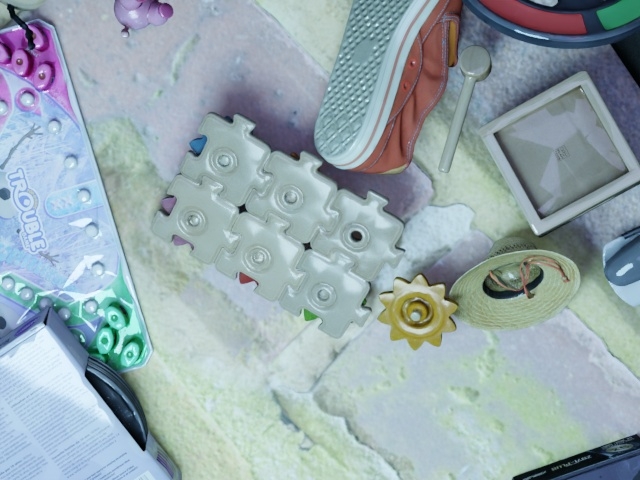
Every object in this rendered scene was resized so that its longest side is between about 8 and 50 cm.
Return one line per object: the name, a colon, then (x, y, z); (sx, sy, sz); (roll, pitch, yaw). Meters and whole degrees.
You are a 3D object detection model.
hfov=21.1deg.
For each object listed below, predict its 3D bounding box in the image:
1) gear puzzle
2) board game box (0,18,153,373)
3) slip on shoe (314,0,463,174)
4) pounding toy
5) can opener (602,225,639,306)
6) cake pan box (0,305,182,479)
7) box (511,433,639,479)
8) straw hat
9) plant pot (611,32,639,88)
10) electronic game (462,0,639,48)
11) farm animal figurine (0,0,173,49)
gear puzzle: (0.000, 0.000, 1.800); (0.339, 0.044, 0.175); (30, 116, 3)
board game box: (-0.418, 0.002, 1.827); (0.390, 0.050, 0.390); (-16, 93, 2)
slip on shoe: (0.098, -0.220, 1.786); (0.101, 0.123, 0.331); (24, 85, -39)
pounding toy: (0.209, -0.110, 1.794); (0.181, 0.094, 0.206); (-29, 84, 8)
can opener: (0.429, -0.013, 1.790); (0.283, 0.095, 0.076); (-24, 94, 3)
cake pan box: (-0.311, 0.233, 1.800); (0.267, 0.070, 0.246); (-35, 108, 8)
box: (0.303, 0.318, 1.824); (0.147, 0.077, 0.180); (-19, 93, 1)
straw hat: (0.202, 0.031, 1.811); (0.144, 0.144, 0.061); (-7, 53, 1)
plant pot: (0.414, -0.212, 1.742); (0.187, 0.167, 0.188); (-34, 92, 2)
electronic game: (0.238, -0.278, 1.685); (0.229, 0.048, 0.229); (0, 55, 0)
farm animal figurine: (-0.198, -0.362, 1.723); (0.330, 0.172, 0.326); (-12, 94, -36)
